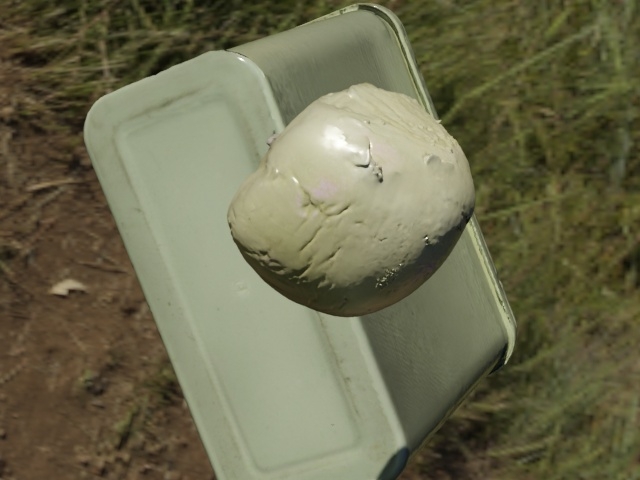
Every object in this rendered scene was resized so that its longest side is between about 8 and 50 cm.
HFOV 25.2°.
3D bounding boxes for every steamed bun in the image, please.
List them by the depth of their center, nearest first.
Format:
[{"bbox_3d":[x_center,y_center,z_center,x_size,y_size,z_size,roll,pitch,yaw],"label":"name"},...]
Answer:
[{"bbox_3d":[0.021,-0.013,0.711,0.112,0.091,0.130,-52,161,19],"label":"steamed bun"}]

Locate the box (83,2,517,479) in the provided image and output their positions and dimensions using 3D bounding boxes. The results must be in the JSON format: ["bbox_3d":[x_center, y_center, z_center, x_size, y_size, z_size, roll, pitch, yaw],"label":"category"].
[{"bbox_3d":[0.000,0.000,1.162,0.352,0.177,0.344,69,22,-5],"label":"box"}]
